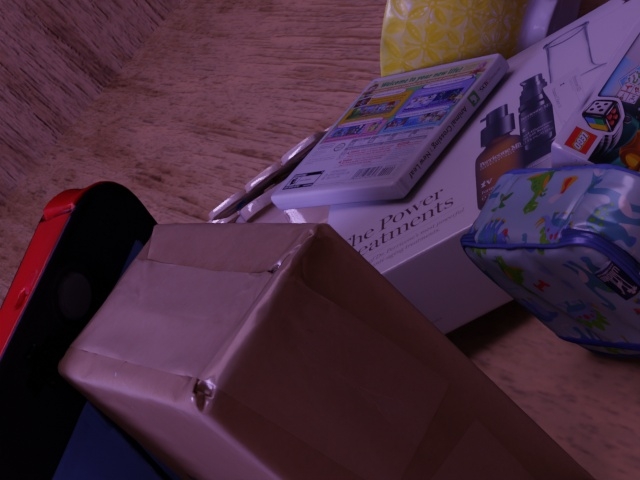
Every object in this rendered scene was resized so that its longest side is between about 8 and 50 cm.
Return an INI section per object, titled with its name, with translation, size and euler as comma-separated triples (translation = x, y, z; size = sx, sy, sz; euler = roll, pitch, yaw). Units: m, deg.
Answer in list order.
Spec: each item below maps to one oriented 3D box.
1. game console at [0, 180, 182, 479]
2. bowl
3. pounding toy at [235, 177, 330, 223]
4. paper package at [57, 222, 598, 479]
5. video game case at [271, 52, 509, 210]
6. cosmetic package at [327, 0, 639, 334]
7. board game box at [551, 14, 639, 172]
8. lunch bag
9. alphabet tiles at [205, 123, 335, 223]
[game console]
translation = -0.169, 0.176, 1.407
size = 0.060, 0.386, 0.342
euler = -4, 51, 28
[bowl]
translation = 0.197, -0.262, 1.778
size = 0.156, 0.289, 0.289
euler = 20, 59, 19
[pounding toy]
translation = 0.000, 0.000, 1.846
size = 0.269, 0.155, 0.154
euler = -33, -5, 8
[paper package]
translation = -0.004, 0.142, 1.249
size = 0.168, 0.325, 0.309
euler = -54, 23, -17
[video game case]
translation = 0.068, -0.107, 1.622
size = 0.193, 0.023, 0.212
euler = -50, 24, -26
[cosmetic package]
translation = 0.180, -0.065, 1.533
size = 0.377, 0.097, 0.284
euler = -29, 24, 20
[board game box]
translation = 0.348, -0.139, 1.312
size = 0.193, 0.053, 0.305
euler = 28, 70, 21
[lunch bag]
translation = 0.225, 0.023, 1.246
size = 0.090, 0.176, 0.219
euler = -58, 22, -14
[alphabet tiles]
translation = -0.014, -0.089, 1.898
size = 0.284, 0.021, 0.278
euler = -37, -9, 25
